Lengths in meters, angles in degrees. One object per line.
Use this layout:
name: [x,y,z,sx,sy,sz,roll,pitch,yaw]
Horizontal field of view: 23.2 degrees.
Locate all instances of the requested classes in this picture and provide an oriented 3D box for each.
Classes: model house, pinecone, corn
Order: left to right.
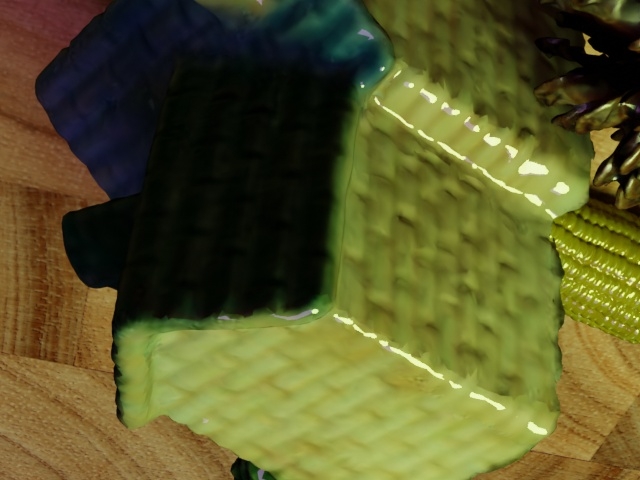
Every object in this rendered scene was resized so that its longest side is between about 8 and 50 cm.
model house: [-0.044,-0.044,1.274,0.400,0.445,0.395,32,137,-33]
corn: [0.315,0.035,1.587,0.344,0.131,0.131,21,140,-15]
pinecone: [0.285,-0.176,1.190,0.242,0.296,0.298,-3,176,28]
